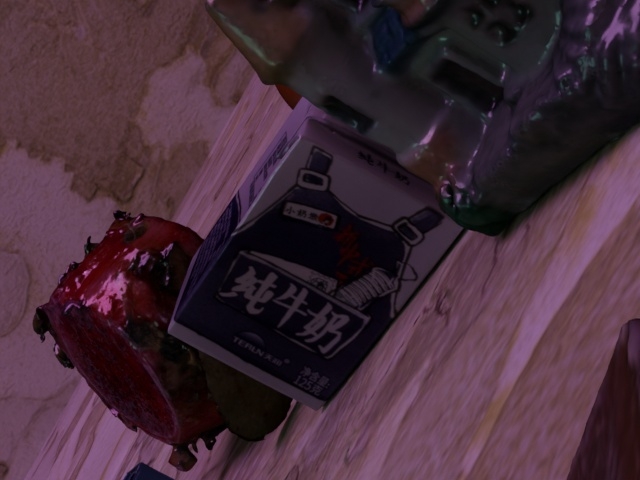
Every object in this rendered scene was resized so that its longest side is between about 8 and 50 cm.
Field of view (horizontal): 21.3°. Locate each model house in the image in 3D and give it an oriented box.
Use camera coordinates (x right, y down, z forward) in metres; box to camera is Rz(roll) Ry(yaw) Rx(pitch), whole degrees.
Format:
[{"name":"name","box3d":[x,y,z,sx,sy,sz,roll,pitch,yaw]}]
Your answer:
[{"name":"model house","box3d":[0.040,-0.186,0.993,0.267,0.325,0.194,-46,17,58]}]

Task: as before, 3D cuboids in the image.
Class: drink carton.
[{"name":"drink carton","box3d":[0.001,0.000,1.229,0.222,0.134,0.102,-54,11,37]}]

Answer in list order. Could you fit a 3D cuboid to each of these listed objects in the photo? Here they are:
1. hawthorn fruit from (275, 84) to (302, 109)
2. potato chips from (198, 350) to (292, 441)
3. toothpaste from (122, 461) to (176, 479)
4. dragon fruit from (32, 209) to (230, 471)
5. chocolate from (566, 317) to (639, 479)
[{"name":"hawthorn fruit","box3d":[0.064,-0.167,1.281,0.199,0.199,0.251,-62,22,-5]},{"name":"potato chips","box3d":[-0.040,0.052,1.357,0.026,0.142,0.209,-5,95,61]},{"name":"toothpaste","box3d":[-0.196,0.333,1.518,0.272,0.066,0.053,-66,11,-27]},{"name":"dragon fruit","box3d":[-0.144,0.088,1.484,0.282,0.211,0.147,9,56,49]},{"name":"chocolate","box3d":[0.105,0.149,0.451,0.254,0.080,0.157,-81,5,-59]}]
